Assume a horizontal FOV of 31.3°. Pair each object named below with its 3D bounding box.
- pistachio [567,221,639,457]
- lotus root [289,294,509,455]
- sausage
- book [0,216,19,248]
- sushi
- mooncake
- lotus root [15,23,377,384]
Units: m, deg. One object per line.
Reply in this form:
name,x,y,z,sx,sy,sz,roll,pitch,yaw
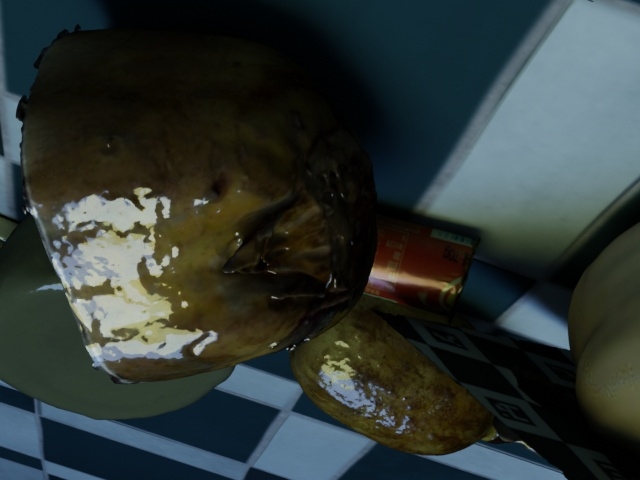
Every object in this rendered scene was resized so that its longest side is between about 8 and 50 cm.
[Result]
pistachio,0.334,0.076,0.790,0.332,0.226,0.208,1,-170,31
lotus root,0.086,0.129,1.099,0.260,0.145,0.128,29,175,-16
sausage,0.000,0.000,0.979,0.264,0.083,0.083,15,155,8
book,-0.338,0.049,1.341,0.202,0.027,0.264,25,154,-15
sushi,0.234,0.184,0.911,0.320,0.069,0.339,13,-163,-38
mooncake,-0.213,0.070,1.153,0.275,0.135,0.275,5,143,4
lotus root,-0.068,-0.029,0.791,0.192,0.272,0.272,-4,149,18
